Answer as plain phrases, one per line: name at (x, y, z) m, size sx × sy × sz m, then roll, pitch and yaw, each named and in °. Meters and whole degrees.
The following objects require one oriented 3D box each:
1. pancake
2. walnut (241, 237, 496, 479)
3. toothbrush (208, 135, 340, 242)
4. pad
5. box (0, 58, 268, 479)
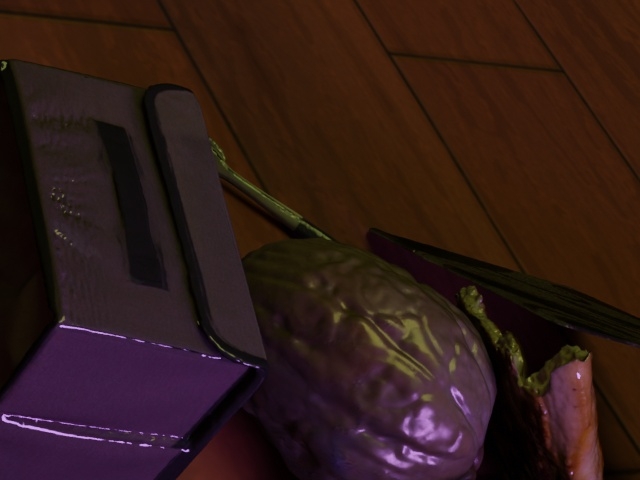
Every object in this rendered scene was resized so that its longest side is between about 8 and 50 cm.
pancake at (0.162, 0.142, 1.324) m, size 0.257 × 0.056 × 0.212 m, roll -127°, pitch -163°, yaw -74°
walnut at (0.019, 0.087, 1.278) m, size 0.230 × 0.178 × 0.178 m, roll 39°, pitch 34°, yaw 17°
toothbrush at (0.000, 0.000, 1.495) m, size 0.288 × 0.024 × 0.026 m, roll 36°, pitch 20°, yaw 2°
pad at (0.194, 0.049, 1.455) m, size 0.220 × 0.004 × 0.330 m, roll 16°, pitch 5°, yaw -26°
box at (-0.162, 0.028, 1.186) m, size 0.153 × 0.188 × 0.252 m, roll 14°, pitch 42°, yaw -32°
